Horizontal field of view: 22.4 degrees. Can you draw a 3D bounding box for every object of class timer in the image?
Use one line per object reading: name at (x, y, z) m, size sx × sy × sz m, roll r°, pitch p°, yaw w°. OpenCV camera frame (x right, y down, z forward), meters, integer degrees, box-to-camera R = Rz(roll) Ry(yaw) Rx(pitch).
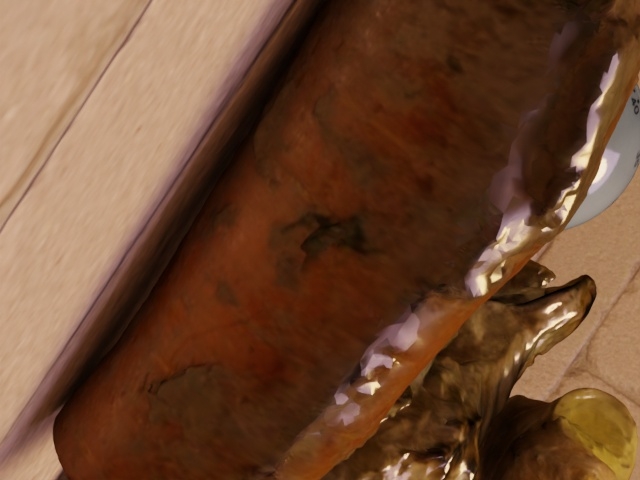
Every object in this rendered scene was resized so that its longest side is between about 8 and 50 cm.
timer at (0.161, -0.088, 1.234) m, size 0.175 × 0.175 × 0.255 m, roll -55°, pitch -178°, yaw 5°

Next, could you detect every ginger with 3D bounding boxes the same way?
ginger at (0.119, 0.156, 1.076) m, size 0.131 × 0.086 × 0.294 m, roll -66°, pitch -163°, yaw -11°

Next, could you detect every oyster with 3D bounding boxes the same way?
oyster at (0.032, 0.107, 0.997) m, size 0.337 × 0.133 × 0.197 m, roll -43°, pitch -164°, yaw -35°

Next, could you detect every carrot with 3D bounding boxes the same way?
carrot at (0.013, -0.006, 0.662) m, size 0.302 × 0.138 × 0.139 m, roll -49°, pitch 176°, yaw 17°
